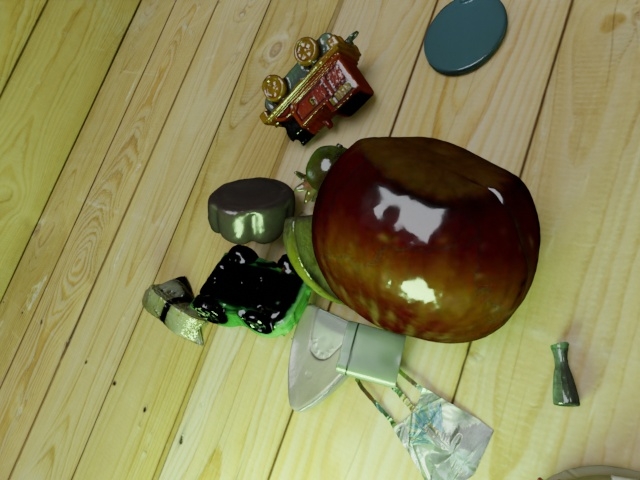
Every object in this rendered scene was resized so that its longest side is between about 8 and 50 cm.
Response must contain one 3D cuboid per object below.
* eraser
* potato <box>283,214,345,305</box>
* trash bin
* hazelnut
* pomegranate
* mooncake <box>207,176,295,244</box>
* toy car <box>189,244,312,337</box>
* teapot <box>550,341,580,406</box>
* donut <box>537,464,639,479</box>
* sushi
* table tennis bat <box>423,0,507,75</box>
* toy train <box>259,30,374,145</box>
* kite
[{"bbox_3d":[0.000,0.294,1.065,0.204,0.059,0.243,20,80,37],"label":"eraser"},{"bbox_3d":[0.000,0.000,1.048,0.112,0.255,0.269,-5,68,46],"label":"potato"},{"bbox_3d":[0.110,0.246,0.963,0.130,0.059,0.116,12,74,13],"label":"trash bin"},{"bbox_3d":[0.198,-0.015,0.873,0.429,0.402,0.402,16,81,21],"label":"hazelnut"},{"bbox_3d":[0.016,-0.178,1.201,0.191,0.152,0.131,-31,61,46],"label":"pomegranate"},{"bbox_3d":[-0.193,-0.087,1.250,0.245,0.245,0.133,30,127,38],"label":"mooncake"},{"bbox_3d":[-0.189,0.145,1.183,0.358,0.176,0.213,9,54,28],"label":"toy car"},{"bbox_3d":[0.439,0.241,0.802,0.042,0.043,0.111,-9,63,32],"label":"teapot"},{"bbox_3d":[0.443,0.521,0.621,0.382,0.142,0.383,-14,63,29],"label":"donut"},{"bbox_3d":[-0.458,0.224,1.373,0.134,0.109,0.273,-48,53,10],"label":"sushi"},{"bbox_3d":[0.383,-0.585,1.173,0.215,0.044,0.329,-1,73,35],"label":"table tennis bat"},{"bbox_3d":[-0.004,-0.436,1.282,0.369,0.163,0.232,-39,77,28],"label":"toy train"},{"bbox_3d":[0.190,0.371,0.933,0.310,0.015,0.169,34,93,38],"label":"kite"}]
